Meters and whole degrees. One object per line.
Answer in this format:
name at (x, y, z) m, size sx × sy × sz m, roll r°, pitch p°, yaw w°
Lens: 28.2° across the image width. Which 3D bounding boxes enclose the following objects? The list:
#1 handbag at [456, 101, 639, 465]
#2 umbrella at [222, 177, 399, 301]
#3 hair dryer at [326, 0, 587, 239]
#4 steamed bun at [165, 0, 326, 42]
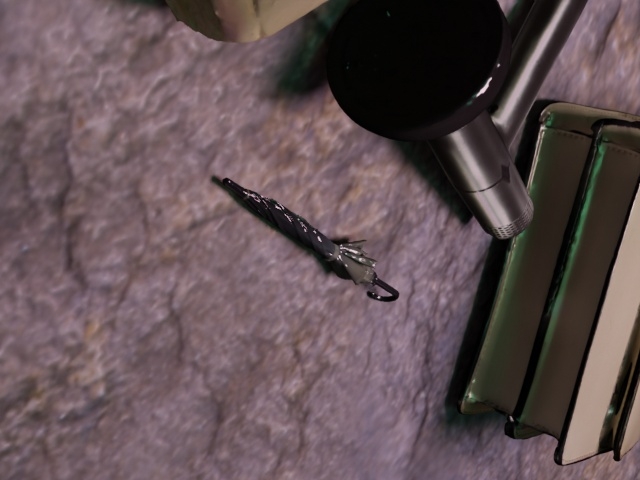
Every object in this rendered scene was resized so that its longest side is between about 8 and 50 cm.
handbag at (0.311, 0.047, 1.385) m, size 0.236 × 0.160 × 0.359 m, roll -2°, pitch 110°, yaw -53°
umbrella at (0.005, -0.001, 1.137) m, size 0.269 × 0.044 × 0.044 m, roll 37°, pitch 50°, yaw -48°
hair dryer at (0.146, -0.178, 1.185) m, size 0.320 × 0.155 × 0.284 m, roll 34°, pitch 62°, yaw -61°
steamed bun at (-0.012, -0.248, 0.918) m, size 0.238 × 0.152 × 0.170 m, roll -38°, pitch 132°, yaw -24°
